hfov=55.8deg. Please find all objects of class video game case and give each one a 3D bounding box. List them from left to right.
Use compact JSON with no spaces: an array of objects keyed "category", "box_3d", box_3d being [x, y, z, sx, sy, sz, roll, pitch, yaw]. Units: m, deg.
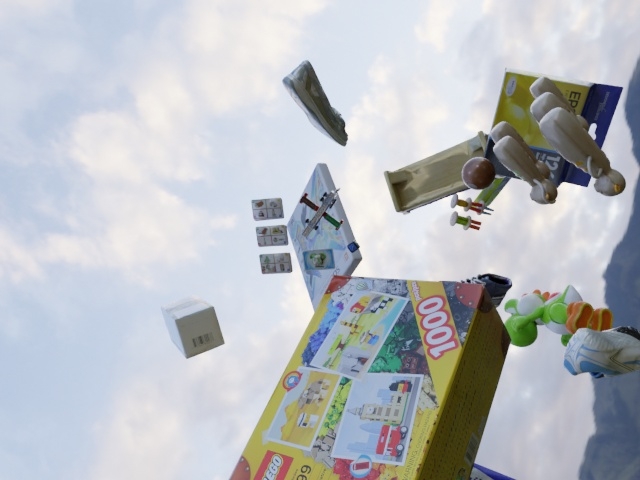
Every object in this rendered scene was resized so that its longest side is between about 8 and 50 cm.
[{"category":"video game case","box_3d":[0.000,0.000,1.716,0.036,0.329,0.300,-2,-34,-26]}]

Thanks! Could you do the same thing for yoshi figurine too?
[{"category":"yoshi figurine","box_3d":[0.708,0.270,1.893,0.203,0.362,0.204,-27,-80,-22]}]

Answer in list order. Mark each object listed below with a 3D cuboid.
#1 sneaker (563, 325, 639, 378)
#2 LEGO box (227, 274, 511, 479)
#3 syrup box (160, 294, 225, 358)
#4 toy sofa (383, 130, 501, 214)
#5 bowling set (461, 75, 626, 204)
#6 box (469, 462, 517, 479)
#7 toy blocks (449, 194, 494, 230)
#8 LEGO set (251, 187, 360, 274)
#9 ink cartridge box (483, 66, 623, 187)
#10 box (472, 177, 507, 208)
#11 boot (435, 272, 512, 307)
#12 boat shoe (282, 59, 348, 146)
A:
[{"category":"sneaker","box_3d":[0.523,0.203,1.069,0.237,0.085,0.086,8,-59,-26]},{"category":"LEGO box","box_3d":[0.110,0.326,1.183,0.193,0.372,0.500,55,-130,-37]},{"category":"syrup box","box_3d":[-0.307,0.198,1.432,0.093,0.237,0.096,-18,-82,-21]},{"category":"toy sofa","box_3d":[0.406,-0.212,1.969,0.177,0.362,0.150,0,-109,-64]},{"category":"bowling set","box_3d":[0.346,-0.126,0.970,0.154,0.200,0.287,44,-149,-9]},{"category":"box","box_3d":[0.310,0.526,1.207,0.137,0.126,0.072,-37,-57,-39]},{"category":"toy blocks","box_3d":[0.513,-0.085,2.032,0.148,0.054,0.123,14,-118,-12]},{"category":"LEGO set","box_3d":[-0.030,-0.020,1.403,0.060,0.244,0.183,-34,-62,-70]},{"category":"ink cartridge box","box_3d":[0.631,-0.302,1.679,0.072,0.307,0.304,-52,-27,-53]},{"category":"box","box_3d":[0.601,-0.184,2.082,0.109,0.042,0.178,-25,-27,-47]},{"category":"boot","box_3d":[0.360,0.108,1.451,0.189,0.069,0.086,9,-49,-15]},{"category":"boat shoe","box_3d":[0.006,-0.412,1.871,0.103,0.118,0.320,-46,-50,-1]}]
